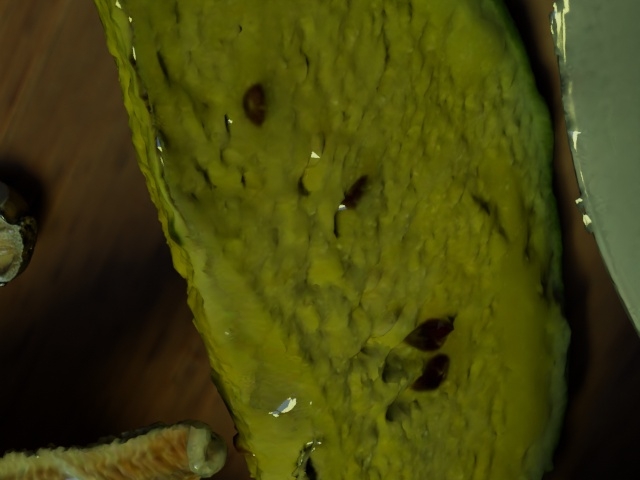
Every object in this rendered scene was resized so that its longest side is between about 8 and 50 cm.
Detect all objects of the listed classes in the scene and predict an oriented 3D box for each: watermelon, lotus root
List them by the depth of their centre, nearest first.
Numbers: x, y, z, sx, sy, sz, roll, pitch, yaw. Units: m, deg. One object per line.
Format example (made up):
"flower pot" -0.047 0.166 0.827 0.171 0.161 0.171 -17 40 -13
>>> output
"watermelon" 0.000 0.000 0.566 0.123 0.129 0.301 -5 125 18
"lotus root" -0.129 -0.002 0.663 0.083 0.030 0.037 0 121 19

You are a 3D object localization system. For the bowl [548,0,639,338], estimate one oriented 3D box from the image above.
"bowl" 0.231 -0.072 0.438 0.345 0.157 0.346 7 121 12

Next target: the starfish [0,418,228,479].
"starfish" -0.111 0.108 0.608 0.231 0.048 0.295 -14 126 23
